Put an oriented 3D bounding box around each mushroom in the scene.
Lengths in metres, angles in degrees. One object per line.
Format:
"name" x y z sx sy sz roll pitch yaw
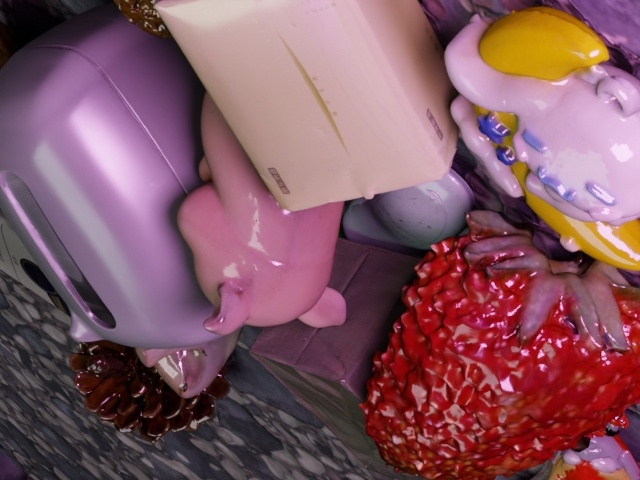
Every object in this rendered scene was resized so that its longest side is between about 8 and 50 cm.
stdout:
"mushroom" -0.182 0.049 2.073 0.151 0.156 0.286 40 147 34

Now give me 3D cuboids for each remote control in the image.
"remote control" 0.078 -0.020 1.663 0.097 0.045 0.256 40 161 -1

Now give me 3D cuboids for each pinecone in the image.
"pinecone" -0.232 0.163 2.291 0.185 0.169 0.212 -27 144 28

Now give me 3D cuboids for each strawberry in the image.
"strawberry" 0.161 0.139 1.541 0.233 0.138 0.306 19 122 -7

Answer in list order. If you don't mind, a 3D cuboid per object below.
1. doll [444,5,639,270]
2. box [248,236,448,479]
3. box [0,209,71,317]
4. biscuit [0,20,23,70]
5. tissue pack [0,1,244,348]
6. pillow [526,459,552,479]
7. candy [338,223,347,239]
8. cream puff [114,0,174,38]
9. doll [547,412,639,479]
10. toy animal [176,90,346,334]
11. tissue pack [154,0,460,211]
"doll" 0.195 -0.074 1.310 0.252 0.111 0.237 45 157 15
"box" 0.071 0.126 1.752 0.155 0.149 0.231 15 154 46
"box" -0.370 0.016 2.381 0.259 0.071 0.168 33 155 22
"biscuit" -0.300 -0.130 1.942 0.257 0.049 0.273 56 178 45
"tissue pack" -0.186 -0.051 1.738 0.229 0.236 0.333 5 131 57
"pillow" 0.273 0.292 1.913 0.130 0.038 0.233 42 156 7
"candy" -0.001 0.001 1.836 0.102 0.032 0.178 8 139 53
"cream puff" -0.131 -0.232 1.545 0.144 0.103 0.126 14 146 50
"doll" 0.272 0.205 1.750 0.109 0.057 0.169 10 131 23
"toy animal" -0.044 -0.043 1.596 0.154 0.166 0.250 15 104 62
"tissue pack" -0.002 -0.149 1.407 0.159 0.125 0.234 -10 131 27
